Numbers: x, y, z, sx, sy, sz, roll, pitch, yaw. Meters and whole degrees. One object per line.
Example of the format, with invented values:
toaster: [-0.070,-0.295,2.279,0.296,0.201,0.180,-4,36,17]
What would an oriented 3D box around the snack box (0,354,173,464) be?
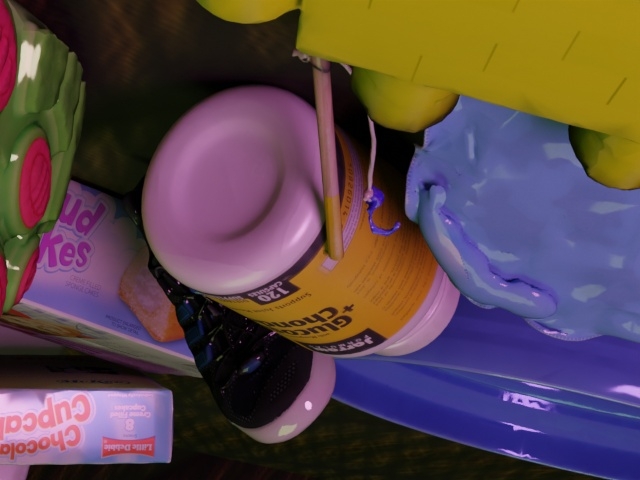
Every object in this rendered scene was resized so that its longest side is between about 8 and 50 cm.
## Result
snack box: [-0.284,0.122,1.268,0.322,0.060,0.187,2,-176,-18]

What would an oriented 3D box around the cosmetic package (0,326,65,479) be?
cosmetic package: [-0.455,0.081,1.451,0.453,0.230,0.161,18,168,-16]

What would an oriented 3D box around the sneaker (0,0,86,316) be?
sneaker: [-0.230,-0.060,0.751,0.202,0.185,0.483,19,159,9]

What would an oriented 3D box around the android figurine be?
android figurine: [0.082,-0.079,0.505,0.248,0.056,0.273,16,166,-3]

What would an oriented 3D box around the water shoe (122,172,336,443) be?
water shoe: [-0.061,0.034,0.962,0.080,0.073,0.203,36,-167,-39]

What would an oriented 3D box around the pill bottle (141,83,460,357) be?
pill bottle: [0.000,0.000,0.865,0.103,0.103,0.184,6,166,32]

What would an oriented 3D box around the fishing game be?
fishing game: [0.126,-0.017,0.715,0.264,0.041,0.189,6,142,15]

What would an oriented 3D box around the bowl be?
bowl: [0.177,0.098,1.178,0.391,0.077,0.391,14,168,3]

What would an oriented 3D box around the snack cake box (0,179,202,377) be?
snack cake box: [-0.177,0.017,1.178,0.264,0.089,0.152,22,167,-34]
